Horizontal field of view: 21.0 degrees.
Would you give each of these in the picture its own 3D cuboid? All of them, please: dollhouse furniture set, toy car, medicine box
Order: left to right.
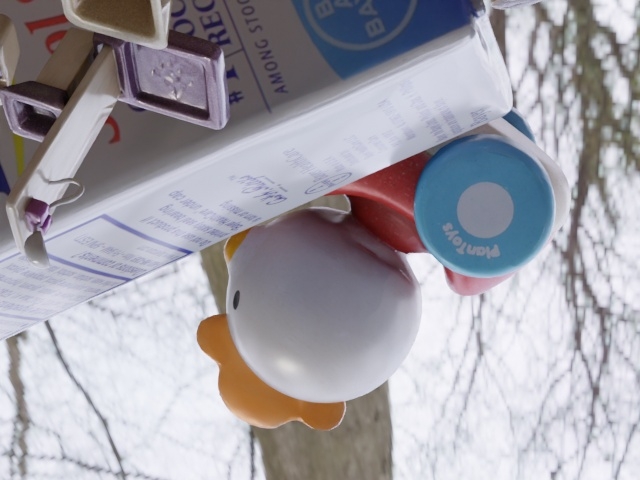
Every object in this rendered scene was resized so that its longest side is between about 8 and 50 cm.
[{"bbox_3d":[-0.086,-0.052,0.481,0.091,0.114,0.081,18,-123,13],"label":"dollhouse furniture set"},{"bbox_3d":[-0.104,-0.126,0.728,0.289,0.149,0.263,-24,-101,7],"label":"medicine box"},{"bbox_3d":[0.000,0.000,0.988,0.210,0.219,0.238,35,-79,-4],"label":"toy car"}]

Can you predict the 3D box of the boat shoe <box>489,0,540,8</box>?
[{"bbox_3d":[0.166,-0.190,1.057,0.152,0.056,0.049,-22,-97,22],"label":"boat shoe"}]
